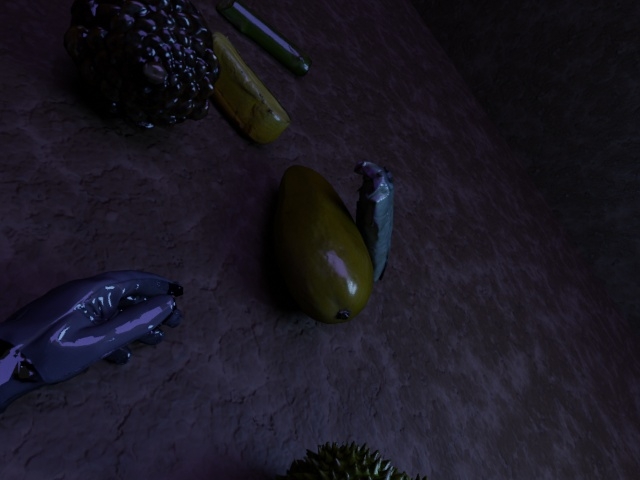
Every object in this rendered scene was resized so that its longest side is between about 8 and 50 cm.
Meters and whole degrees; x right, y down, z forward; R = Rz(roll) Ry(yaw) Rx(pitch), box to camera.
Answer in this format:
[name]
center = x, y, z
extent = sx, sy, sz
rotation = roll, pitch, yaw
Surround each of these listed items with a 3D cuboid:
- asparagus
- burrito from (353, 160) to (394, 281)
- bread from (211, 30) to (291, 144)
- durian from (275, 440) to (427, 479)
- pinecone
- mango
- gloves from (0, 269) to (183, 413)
[asparagus]
center = -0.139, -0.522, 1.202
extent = 0.278, 0.060, 0.067
rotation = 31, 52, -24
[burrito]
center = 0.102, -0.028, 0.897
extent = 0.066, 0.309, 0.096
rotation = -15, 54, -6
[bread]
center = -0.164, -0.310, 0.973
extent = 0.245, 0.094, 0.102
rotation = 51, 27, -2
[durian]
center = 0.026, 0.331, 0.521
extent = 0.177, 0.237, 0.200
rotation = 33, 56, -15
[pinecone]
center = -0.277, -0.298, 0.744
extent = 0.224, 0.224, 0.272
rotation = 17, 28, -37
[mango]
center = 0.005, 0.006, 0.840
extent = 0.195, 0.142, 0.331
rotation = 44, 26, -34
[gloves]
center = -0.260, 0.102, 0.496
extent = 0.286, 0.142, 0.119
rotation = -19, 102, -53
